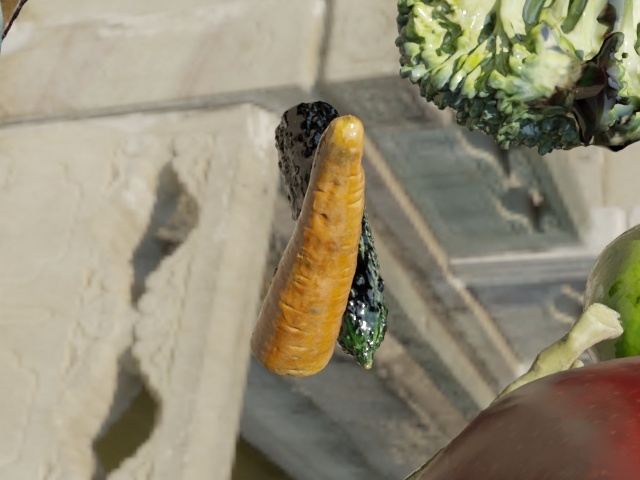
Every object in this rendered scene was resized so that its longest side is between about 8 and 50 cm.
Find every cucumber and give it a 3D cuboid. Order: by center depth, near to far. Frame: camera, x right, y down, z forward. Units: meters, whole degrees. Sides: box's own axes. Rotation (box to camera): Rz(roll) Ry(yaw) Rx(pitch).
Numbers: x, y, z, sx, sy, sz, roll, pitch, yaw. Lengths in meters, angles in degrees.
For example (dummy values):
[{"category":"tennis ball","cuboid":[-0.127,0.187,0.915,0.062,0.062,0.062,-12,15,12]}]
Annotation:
[{"category":"cucumber","cuboid":[0.013,-0.010,1.199,0.072,0.072,0.300,61,10,-46]}]

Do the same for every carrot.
[{"category":"carrot","cuboid":[0.000,0.000,0.907,0.061,0.061,0.210,-65,172,-50]}]

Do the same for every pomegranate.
[{"category":"pomegranate","cuboid":[0.391,0.043,1.389,0.236,0.235,0.302,-62,158,-53]}]

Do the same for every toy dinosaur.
[{"category":"toy dinosaur","cuboid":[0.103,0.132,0.774,0.072,0.200,0.251,48,30,23]}]

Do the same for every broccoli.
[{"category":"broccoli","cuboid":[0.206,-0.191,1.086,0.247,0.262,0.243,-129,-132,-56]}]

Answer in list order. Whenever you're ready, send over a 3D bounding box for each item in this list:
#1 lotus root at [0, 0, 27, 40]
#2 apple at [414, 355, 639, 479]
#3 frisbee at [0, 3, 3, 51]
[{"category":"lotus root","cuboid":[-0.373,-0.323,1.542,0.078,0.329,0.167,19,39,-26]},{"category":"apple","cuboid":[0.150,0.188,0.567,0.317,0.288,0.288,155,-69,-86]},{"category":"frisbee","cuboid":[-0.463,-0.213,1.339,0.049,0.289,0.290,-78,159,-75]}]
